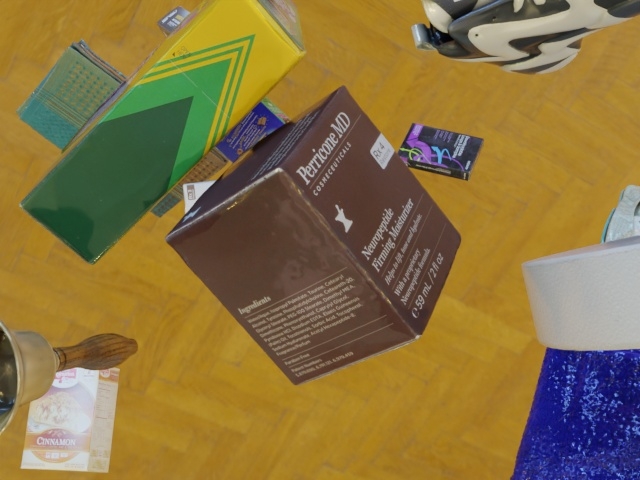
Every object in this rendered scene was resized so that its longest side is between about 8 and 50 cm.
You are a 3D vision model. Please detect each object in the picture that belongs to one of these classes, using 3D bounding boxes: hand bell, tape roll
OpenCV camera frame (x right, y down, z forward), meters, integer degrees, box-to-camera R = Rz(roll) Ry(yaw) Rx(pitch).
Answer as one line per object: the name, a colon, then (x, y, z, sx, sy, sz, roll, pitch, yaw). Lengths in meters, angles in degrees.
hand bell: (-0.261, 0.121, 0.838, 0.126, 0.242, 0.126, -1, 88, 24)
tape roll: (0.353, 0.011, 0.642, 0.391, 0.392, 0.072, -12, 88, -2)

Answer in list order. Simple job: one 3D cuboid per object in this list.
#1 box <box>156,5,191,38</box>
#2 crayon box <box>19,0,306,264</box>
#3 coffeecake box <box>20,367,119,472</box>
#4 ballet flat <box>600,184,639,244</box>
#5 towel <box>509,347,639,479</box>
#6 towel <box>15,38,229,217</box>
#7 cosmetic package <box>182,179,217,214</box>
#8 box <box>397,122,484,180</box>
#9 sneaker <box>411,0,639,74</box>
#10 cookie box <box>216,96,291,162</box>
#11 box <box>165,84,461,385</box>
box: (-0.180, -0.286, 1.484, 0.056, 0.183, 0.231, -40, 132, -11)
crayon box: (-0.164, -0.173, 0.970, 0.313, 0.363, 0.106, -43, 108, 13)
coffeecake box: (-0.448, 0.318, 1.507, 0.142, 0.068, 0.186, -4, 72, 20)
ballet flat: (0.352, -0.021, 0.934, 0.052, 0.168, 0.057, -1, 118, 30)
towel: (0.371, 0.210, 0.927, 0.076, 0.308, 0.228, 43, 61, -39)
towel: (-0.398, -0.210, 1.676, 0.370, 0.040, 0.271, 37, 135, -24)
cosmetic package: (-0.178, -0.061, 1.604, 0.085, 0.231, 0.118, -5, 97, 13)
box: (0.253, -0.189, 1.772, 0.162, 0.116, 0.029, 15, 140, 15)
sneaker: (0.140, -0.187, 0.564, 0.152, 0.235, 0.094, -6, 81, -20)
cookie box: (-0.085, -0.140, 1.129, 0.107, 0.040, 0.092, 44, 109, 16)
box: (0.000, -0.001, 0.818, 0.167, 0.168, 0.203, -27, 110, 38)
